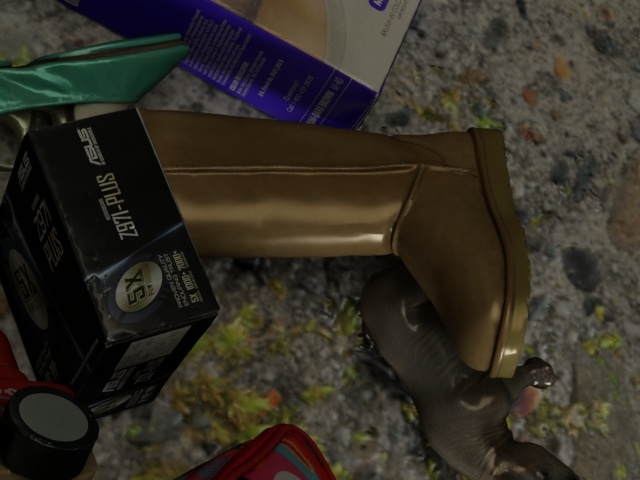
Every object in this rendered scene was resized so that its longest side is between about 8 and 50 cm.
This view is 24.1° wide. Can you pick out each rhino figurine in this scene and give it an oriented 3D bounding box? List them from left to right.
[{"bbox_3d":[0.112,0.113,1.099,0.106,0.073,0.243,-20,72,-34],"label":"rhino figurine"}]

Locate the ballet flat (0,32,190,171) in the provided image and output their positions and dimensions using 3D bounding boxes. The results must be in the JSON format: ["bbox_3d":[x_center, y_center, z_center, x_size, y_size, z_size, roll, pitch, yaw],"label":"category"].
[{"bbox_3d":[-0.209,-0.096,1.081,0.247,0.083,0.087,-10,95,-24],"label":"ballet flat"}]

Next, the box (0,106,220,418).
[{"bbox_3d":[-0.148,0.023,0.980,0.078,0.180,0.147,-15,73,-26],"label":"box"}]

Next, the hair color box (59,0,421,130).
[{"bbox_3d":[-0.085,-0.238,1.168,0.339,0.110,0.185,27,61,-6],"label":"hair color box"}]

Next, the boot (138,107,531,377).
[{"bbox_3d":[0.000,0.000,1.050,0.270,0.089,0.236,2,39,-5],"label":"boot"}]

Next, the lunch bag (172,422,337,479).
[{"bbox_3d":[-0.007,0.265,0.907,0.120,0.258,0.293,-28,90,13],"label":"lunch bag"}]

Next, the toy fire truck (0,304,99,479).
[{"bbox_3d":[-0.263,0.068,0.924,0.217,0.158,0.246,10,30,-31],"label":"toy fire truck"}]
